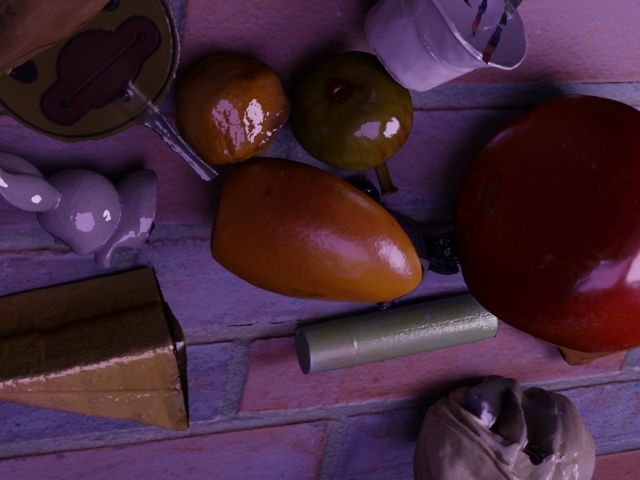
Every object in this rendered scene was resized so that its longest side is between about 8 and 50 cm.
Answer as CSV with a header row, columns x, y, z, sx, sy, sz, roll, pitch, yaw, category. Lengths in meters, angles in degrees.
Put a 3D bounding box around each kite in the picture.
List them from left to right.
x,y,z,sx,sy,sz,roll,pitch,yaw,category
0.196,-0.291,1.261,0.015,0.245,0.141,-10,126,29,kite

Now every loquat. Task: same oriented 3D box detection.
x,y,z,sx,sy,sz,roll,pitch,yaw,category
-0.102,-0.151,1.309,0.137,0.113,0.137,-8,107,-26,loquat

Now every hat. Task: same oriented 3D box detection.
x,y,z,sx,sy,sz,roll,pitch,yaw,category
0.130,-0.248,1.297,0.203,0.203,0.126,27,133,-38,hat

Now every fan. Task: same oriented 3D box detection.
x,y,z,sx,sy,sz,roll,pitch,yaw,category
-0.233,-0.178,1.222,0.229,0.011,0.335,-36,114,20,fan

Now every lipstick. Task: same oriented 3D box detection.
x,y,z,sx,sy,sz,roll,pitch,yaw,category
0.116,0.133,1.663,0.304,0.076,0.076,-9,130,-17,lipstick

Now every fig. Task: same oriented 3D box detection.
x,y,z,sx,sy,sz,roll,pitch,yaw,category
0.052,-0.148,1.368,0.142,0.148,0.186,-47,165,16,fig

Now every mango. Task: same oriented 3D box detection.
x,y,z,sx,sy,sz,roll,pitch,yaw,category
0.000,0.000,1.371,0.257,0.138,0.187,13,131,6,mango

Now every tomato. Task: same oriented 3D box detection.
x,y,z,sx,sy,sz,roll,pitch,yaw,category
0.345,-0.015,1.488,0.325,0.290,0.293,-51,131,0,tomato

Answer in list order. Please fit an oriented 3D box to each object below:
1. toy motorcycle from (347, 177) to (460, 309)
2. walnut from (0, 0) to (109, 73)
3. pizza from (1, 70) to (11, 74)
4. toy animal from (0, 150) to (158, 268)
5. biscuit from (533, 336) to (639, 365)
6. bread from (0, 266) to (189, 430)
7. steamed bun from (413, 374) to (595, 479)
x,y,z,sx,sy,sz,roll,pitch,yaw,category
0.077,0.013,1.538,0.263,0.091,0.157,22,124,-34,toy motorcycle
-0.326,-0.310,0.929,0.384,0.383,0.383,-13,131,-15,walnut
-0.343,-0.228,1.164,0.099,0.036,0.160,31,116,-17,pizza
-0.305,-0.039,1.308,0.221,0.103,0.130,9,124,-30,toy animal
0.488,0.042,1.764,0.385,0.062,0.365,-36,134,7,biscuit
-0.305,0.158,1.436,0.264,0.167,0.163,-11,131,-12,bread
0.293,0.327,1.791,0.320,0.275,0.206,-29,133,-52,steamed bun
